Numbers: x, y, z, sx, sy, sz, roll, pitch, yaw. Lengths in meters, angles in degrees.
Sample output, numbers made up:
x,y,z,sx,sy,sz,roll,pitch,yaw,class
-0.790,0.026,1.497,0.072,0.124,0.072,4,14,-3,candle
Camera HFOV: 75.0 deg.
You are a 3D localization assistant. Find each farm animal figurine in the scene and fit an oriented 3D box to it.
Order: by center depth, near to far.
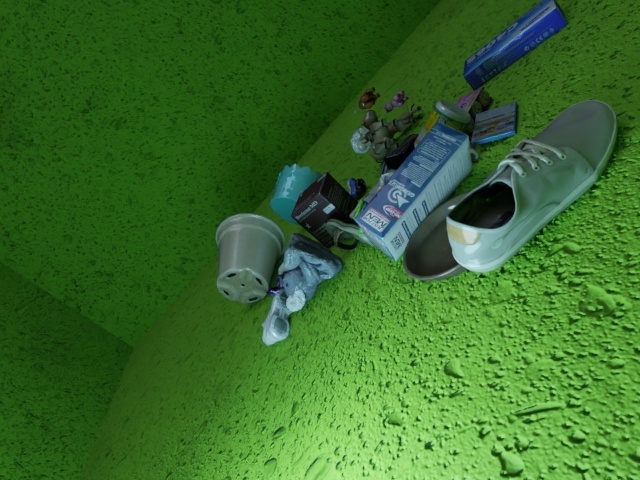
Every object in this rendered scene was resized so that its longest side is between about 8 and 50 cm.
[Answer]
x,y,z,sx,sy,sz,roll,pitch,yaw,class
0.268,-0.490,1.811,0.172,0.330,0.327,-11,69,57,farm animal figurine

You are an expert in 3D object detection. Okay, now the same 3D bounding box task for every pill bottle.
x,y,z,sx,sy,sz,roll,pitch,yaw,class
0.371,-0.323,1.322,0.118,0.117,0.208,-76,10,-54,pill bottle

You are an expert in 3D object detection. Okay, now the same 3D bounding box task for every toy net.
x,y,z,sx,sy,sz,roll,pitch,yaw,class
0.152,-0.117,1.206,0.232,0.045,0.122,-59,6,48,toy net

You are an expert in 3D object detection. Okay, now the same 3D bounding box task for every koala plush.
x,y,z,sx,sy,sz,roll,pitch,yaw,class
-0.051,0.124,1.421,0.196,0.203,0.221,-80,14,-73,koala plush

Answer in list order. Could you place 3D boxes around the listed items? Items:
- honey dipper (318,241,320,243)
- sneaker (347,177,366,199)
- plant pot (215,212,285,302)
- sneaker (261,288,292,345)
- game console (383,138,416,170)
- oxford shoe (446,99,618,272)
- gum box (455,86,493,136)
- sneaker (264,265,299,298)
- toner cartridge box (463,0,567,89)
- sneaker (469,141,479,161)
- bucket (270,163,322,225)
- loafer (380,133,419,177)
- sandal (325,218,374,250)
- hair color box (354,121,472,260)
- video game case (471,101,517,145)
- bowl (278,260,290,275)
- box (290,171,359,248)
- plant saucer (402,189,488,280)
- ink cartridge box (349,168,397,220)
x,y,z,sx,sy,sz,roll,pitch,yaw,class
0.000,0.000,1.720,0.030,0.030,0.161,-18,34,57,honey dipper
0.160,-0.238,1.783,0.084,0.058,0.152,-43,23,33,sneaker
-0.334,0.100,1.883,0.334,0.334,0.305,-38,32,30,plant pot
-0.159,0.266,1.462,0.115,0.090,0.232,-41,19,32,sneaker
0.292,-0.275,1.439,0.071,0.122,0.107,22,69,42,game console
0.419,-0.131,0.826,0.449,0.130,0.169,-45,33,-6,oxford shoe
0.490,-0.422,1.404,0.188,0.062,0.107,-56,20,-20,gum box
-0.109,0.140,1.575,0.224,0.098,0.083,-50,19,-3,sneaker
0.690,-0.711,1.512,0.348,0.075,0.165,-32,26,40,toner cartridge box
0.437,-0.274,1.247,0.070,0.051,0.134,-55,15,-2,sneaker
-0.094,-0.203,1.967,0.281,0.281,0.183,-18,44,57,bucket
0.313,-0.303,1.530,0.084,0.096,0.267,-4,45,57,loafer
0.088,-0.010,1.421,0.086,0.120,0.303,-64,20,-2,sandal
0.260,-0.128,1.136,0.105,0.174,0.347,38,86,32,hair color box
0.512,-0.344,1.225,0.119,0.015,0.166,-10,39,35,video game case
-0.114,0.086,1.691,0.142,0.053,0.142,-50,-1,-41,bowl
0.026,-0.115,1.618,0.168,0.203,0.167,-37,22,33,box
0.318,-0.008,1.007,0.278,0.041,0.278,-41,20,18,plant saucer
0.216,-0.122,1.375,0.219,0.092,0.160,-49,19,2,ink cartridge box
